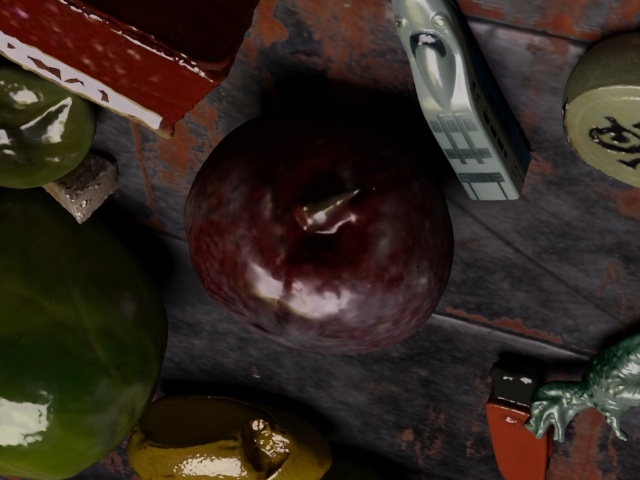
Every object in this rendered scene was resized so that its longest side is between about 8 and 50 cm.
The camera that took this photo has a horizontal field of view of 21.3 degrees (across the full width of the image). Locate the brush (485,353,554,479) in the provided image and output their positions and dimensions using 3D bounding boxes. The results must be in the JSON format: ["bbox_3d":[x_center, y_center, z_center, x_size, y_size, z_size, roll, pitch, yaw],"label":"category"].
[{"bbox_3d":[0.224,0.221,1.868,0.070,0.051,0.323,8,150,17],"label":"brush"}]

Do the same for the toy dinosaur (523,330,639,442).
[{"bbox_3d":[0.340,0.128,1.613,0.129,0.076,0.383,33,140,-13],"label":"toy dinosaur"}]

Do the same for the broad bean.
[{"bbox_3d":[-0.308,-0.110,1.609,0.206,0.072,0.153,5,145,27],"label":"broad bean"}]

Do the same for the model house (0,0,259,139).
[{"bbox_3d":[-0.164,-0.182,1.294,0.196,0.160,0.254,26,153,-12],"label":"model house"}]

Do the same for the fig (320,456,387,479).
[{"bbox_3d":[0.085,0.339,2.110,0.245,0.149,0.149,-6,145,16],"label":"fig"}]

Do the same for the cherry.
[{"bbox_3d":[0.000,0.000,1.462,0.230,0.203,0.300,11,160,4],"label":"cherry"}]

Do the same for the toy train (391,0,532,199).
[{"bbox_3d":[0.106,-0.118,1.340,0.052,0.051,0.234,0,146,28],"label":"toy train"}]

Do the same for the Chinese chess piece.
[{"bbox_3d":[0.252,-0.094,1.276,0.144,0.058,0.144,17,153,9],"label":"Chinese chess piece"}]

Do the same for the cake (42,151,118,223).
[{"bbox_3d":[-0.268,-0.069,1.681,0.121,0.065,0.052,20,151,16],"label":"cake"}]

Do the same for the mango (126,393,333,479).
[{"bbox_3d":[-0.114,0.259,2.089,0.262,0.130,0.167,-3,150,30],"label":"mango"}]

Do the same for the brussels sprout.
[{"bbox_3d":[-0.311,0.107,1.815,0.268,0.344,0.344,-4,171,-39],"label":"brussels sprout"}]
